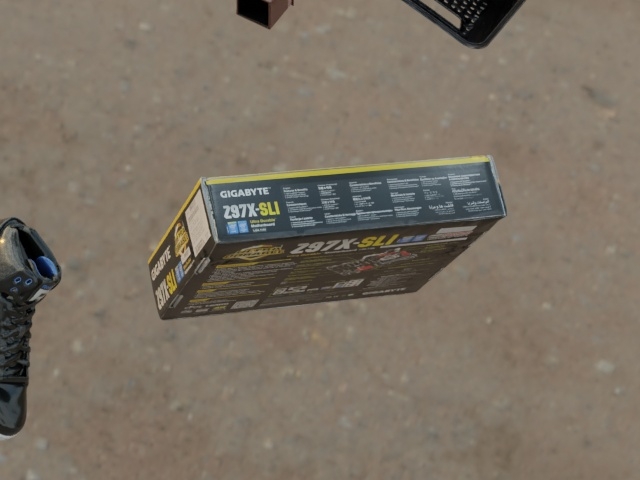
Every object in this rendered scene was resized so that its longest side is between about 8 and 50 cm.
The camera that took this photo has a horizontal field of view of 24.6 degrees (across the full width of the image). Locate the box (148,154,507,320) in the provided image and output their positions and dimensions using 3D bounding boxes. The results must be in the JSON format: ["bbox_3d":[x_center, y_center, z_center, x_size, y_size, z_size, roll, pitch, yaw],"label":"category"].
[{"bbox_3d":[0.000,0.000,1.569,0.322,0.257,0.079,-6,70,-21],"label":"box"}]

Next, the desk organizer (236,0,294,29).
[{"bbox_3d":[-0.097,-0.288,1.623,0.130,0.047,0.050,26,57,16],"label":"desk organizer"}]

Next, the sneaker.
[{"bbox_3d":[-0.307,0.083,1.455,0.079,0.121,0.217,-1,75,-60],"label":"sneaker"}]

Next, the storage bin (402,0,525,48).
[{"bbox_3d":[0.153,-0.277,1.359,0.122,0.180,0.084,35,59,-3],"label":"storage bin"}]
